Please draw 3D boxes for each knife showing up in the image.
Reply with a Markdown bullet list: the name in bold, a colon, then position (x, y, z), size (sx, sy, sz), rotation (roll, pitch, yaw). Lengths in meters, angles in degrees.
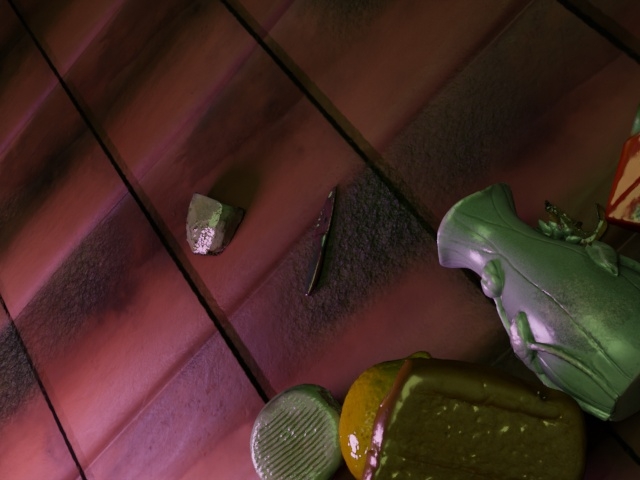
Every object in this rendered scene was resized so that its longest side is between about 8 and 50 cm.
- **knife**: position (0.000, 0.000, 1.885), size (0.035, 0.018, 0.247), rotation (4, 74, 37)

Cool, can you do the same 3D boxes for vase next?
- **vase**: position (0.391, 0.089, 1.472), size (0.250, 0.250, 0.445), rotation (-51, 55, 9)

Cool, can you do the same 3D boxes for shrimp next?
- **shrimp**: position (0.461, -0.043, 1.596), size (0.091, 0.025, 0.127), rotation (-49, 60, 10)

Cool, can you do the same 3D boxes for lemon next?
- **lemon**: position (0.150, 0.326, 1.555), size (0.228, 0.228, 0.254), rotation (-3, 63, 32)

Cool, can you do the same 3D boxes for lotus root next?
- **lotus root**: position (-0.261, -0.036, 2.027), size (0.143, 0.070, 0.144), rotation (10, 81, 35)

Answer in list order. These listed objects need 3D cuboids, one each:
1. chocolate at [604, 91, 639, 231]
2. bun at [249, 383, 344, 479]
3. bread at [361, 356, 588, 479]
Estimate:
- **chocolate**: position (0.681, -0.138, 1.403), size (0.360, 0.161, 0.341), rotation (15, 84, 36)
- **bun**: position (-0.035, 0.392, 1.725), size (0.221, 0.108, 0.221), rotation (-5, 77, 24)
- **bread**: position (0.235, 0.354, 1.372), size (0.336, 0.148, 0.328), rotation (10, 90, 1)
